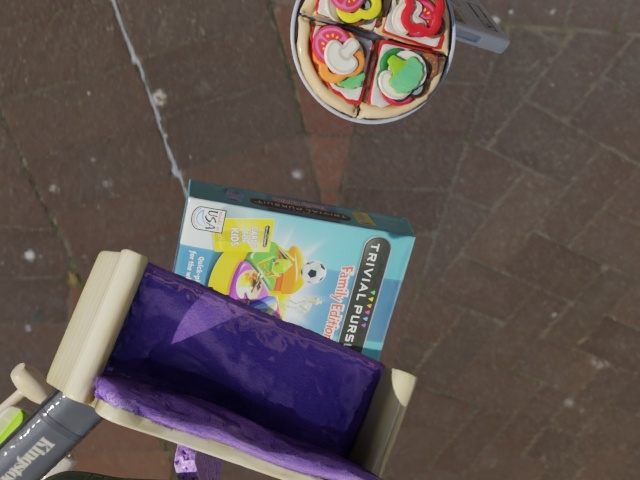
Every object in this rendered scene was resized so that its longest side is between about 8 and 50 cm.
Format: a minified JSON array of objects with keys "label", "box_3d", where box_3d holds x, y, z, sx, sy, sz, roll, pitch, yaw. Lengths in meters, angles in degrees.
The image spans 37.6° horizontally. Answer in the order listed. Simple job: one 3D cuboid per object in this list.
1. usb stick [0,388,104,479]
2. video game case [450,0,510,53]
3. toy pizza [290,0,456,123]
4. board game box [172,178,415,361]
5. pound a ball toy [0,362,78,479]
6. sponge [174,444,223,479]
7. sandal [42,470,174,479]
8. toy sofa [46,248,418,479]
[{"label":"usb stick","box_3d":[-0.365,0.266,1.198,0.278,0.045,0.077,-43,121,12]},{"label":"video game case","box_3d":[0.126,-0.345,1.249,0.206,0.227,0.026,6,134,-38]},{"label":"toy pizza","box_3d":[0.065,-0.232,1.064,0.201,0.032,0.201,-4,102,-17]},{"label":"board game box","box_3d":[-0.054,0.065,1.415,0.336,0.079,0.254,10,113,-11]},{"label":"pound a ball toy","box_3d":[-0.506,0.381,1.494,0.136,0.208,0.319,42,84,-31]},{"label":"sponge","box_3d":[-0.155,0.261,1.267,0.031,0.210,0.117,-6,123,6]},{"label":"sandal","box_3d":[-0.214,0.352,1.163,0.302,0.120,0.086,11,155,17]},{"label":"toy sofa","box_3d":[-0.071,0.143,0.951,0.362,0.177,0.150,27,79,-28]}]
